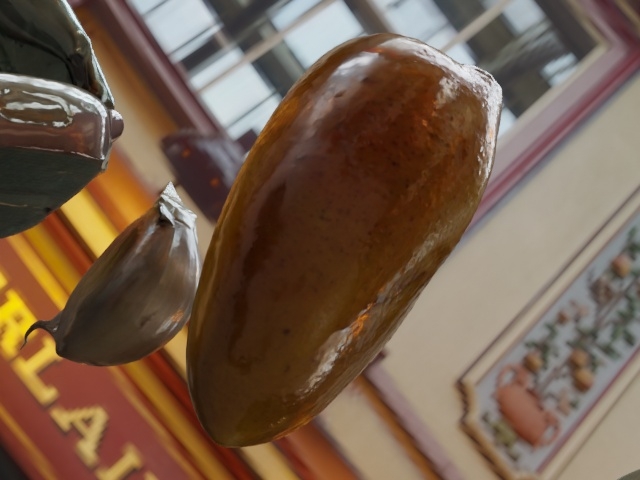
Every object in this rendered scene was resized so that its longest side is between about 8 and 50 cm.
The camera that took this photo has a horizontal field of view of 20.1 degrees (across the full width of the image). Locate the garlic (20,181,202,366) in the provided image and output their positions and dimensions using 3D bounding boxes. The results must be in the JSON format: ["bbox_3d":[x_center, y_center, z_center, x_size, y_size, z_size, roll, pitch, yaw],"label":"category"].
[{"bbox_3d":[-0.229,0.075,1.941,0.266,0.148,0.128,-36,-81,13],"label":"garlic"}]

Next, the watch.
[{"bbox_3d":[-0.273,-0.137,1.187,0.162,0.253,0.241,-33,-117,41],"label":"watch"}]

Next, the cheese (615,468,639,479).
[{"bbox_3d":[0.364,0.259,1.767,0.202,0.175,0.091,-24,-91,24],"label":"cheese"}]

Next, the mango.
[{"bbox_3d":[0.000,0.000,1.400,0.201,0.350,0.199,20,-18,42],"label":"mango"}]
